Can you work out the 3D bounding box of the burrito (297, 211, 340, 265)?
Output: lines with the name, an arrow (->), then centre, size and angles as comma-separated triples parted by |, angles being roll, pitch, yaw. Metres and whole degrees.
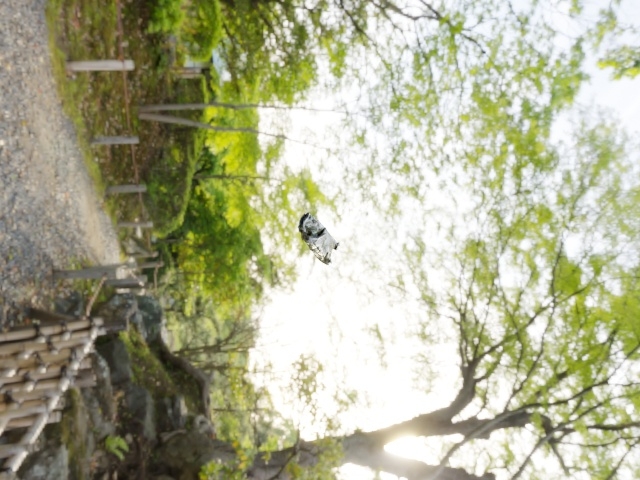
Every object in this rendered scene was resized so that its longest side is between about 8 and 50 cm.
burrito -> -0.002, 0.000, 0.943 | 0.171, 0.042, 0.051 | 56, 44, -69
